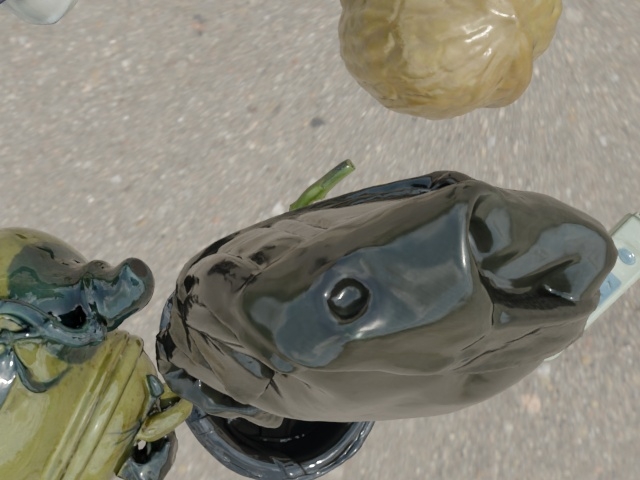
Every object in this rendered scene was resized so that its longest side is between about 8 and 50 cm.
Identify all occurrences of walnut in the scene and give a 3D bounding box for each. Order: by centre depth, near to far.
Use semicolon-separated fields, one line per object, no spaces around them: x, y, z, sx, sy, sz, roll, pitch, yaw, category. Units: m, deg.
0.133;-0.231;1.431;0.225;0.261;0.225;-5;102;-25;walnut

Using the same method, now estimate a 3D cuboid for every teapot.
-0.172;0.098;0.809;0.183;0.173;0.269;26;125;-6;teapot

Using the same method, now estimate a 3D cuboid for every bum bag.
0.015;0.026;0.504;0.142;0.326;0.079;-2;80;-11;bum bag

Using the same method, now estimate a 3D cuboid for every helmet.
-0.064;0.151;1.604;0.230;0.160;0.279;-44;89;-10;helmet

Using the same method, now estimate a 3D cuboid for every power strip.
0.243;0.039;1.210;0.047;0.030;0.191;44;97;-2;power strip

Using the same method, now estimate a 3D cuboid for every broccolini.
0.002;-0.005;1.708;0.062;0.123;0.271;55;138;24;broccolini

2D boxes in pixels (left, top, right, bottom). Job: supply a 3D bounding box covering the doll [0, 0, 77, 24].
-0.164;-0.128;0.590;0.114;0.227;0.057;-31;82;13;doll
